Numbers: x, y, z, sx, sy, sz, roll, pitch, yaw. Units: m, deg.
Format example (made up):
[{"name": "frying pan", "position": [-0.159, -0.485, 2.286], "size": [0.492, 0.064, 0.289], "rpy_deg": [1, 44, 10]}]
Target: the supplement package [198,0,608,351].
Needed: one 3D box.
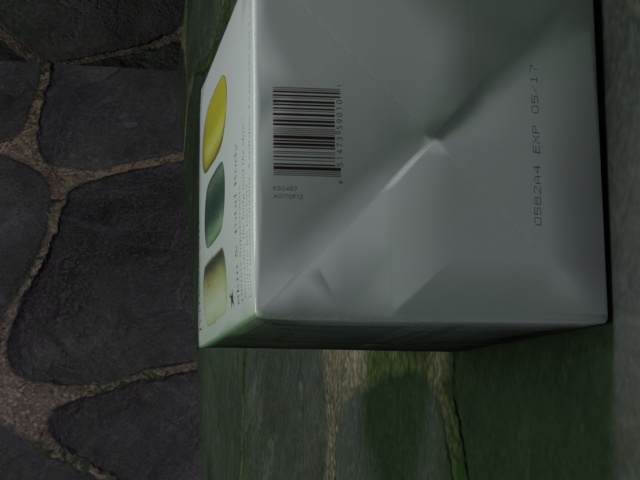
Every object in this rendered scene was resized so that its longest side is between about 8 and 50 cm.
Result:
[{"name": "supplement package", "position": [0.033, -0.034, 0.775], "size": [0.263, 0.198, 0.199], "rpy_deg": [143, 127, -75]}]
